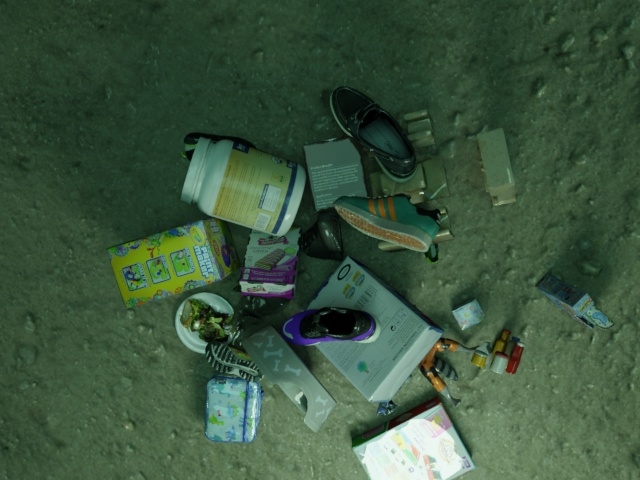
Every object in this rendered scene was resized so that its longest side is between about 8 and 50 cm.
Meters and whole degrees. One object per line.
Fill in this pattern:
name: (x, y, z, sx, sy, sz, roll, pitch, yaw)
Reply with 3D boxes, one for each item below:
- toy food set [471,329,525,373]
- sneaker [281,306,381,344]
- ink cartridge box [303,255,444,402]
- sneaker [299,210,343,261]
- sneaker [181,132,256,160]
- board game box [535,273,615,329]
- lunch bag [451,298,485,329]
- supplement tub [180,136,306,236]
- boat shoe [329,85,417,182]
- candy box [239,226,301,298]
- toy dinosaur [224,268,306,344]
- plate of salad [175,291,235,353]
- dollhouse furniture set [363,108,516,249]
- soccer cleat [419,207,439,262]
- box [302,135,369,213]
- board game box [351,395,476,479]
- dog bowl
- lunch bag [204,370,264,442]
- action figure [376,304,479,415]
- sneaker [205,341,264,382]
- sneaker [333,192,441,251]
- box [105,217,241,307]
toy food set: (0.534, 0.325, 1.578, 0.111, 0.232, 0.104, 22, 94, 38)
sneaker: (0.003, 0.225, 1.450, 0.294, 0.146, 0.102, -8, 69, 26)
ink cartridge box: (0.116, 0.235, 1.557, 0.395, 0.151, 0.270, 40, 95, 31)
sneaker: (0.000, 0.000, 1.550, 0.130, 0.286, 0.109, -3, 67, 3)
sneaker: (-0.312, -0.271, 1.654, 0.235, 0.084, 0.097, 10, 118, 2)
board game box: (0.761, 0.194, 1.579, 0.194, 0.194, 0.060, 42, 94, -1)
lunch bag: (0.463, 0.229, 1.663, 0.083, 0.053, 0.071, -30, 90, 13)
supplement tub: (-0.222, -0.158, 1.539, 0.316, 0.228, 0.228, 17, 95, -12)
boat shoe: (0.143, -0.311, 1.443, 0.127, 0.113, 0.340, -30, 74, -7)
candy box: (-0.144, 0.059, 1.590, 0.159, 0.233, 0.071, 3, 135, 1)
toy dinosaur: (-0.173, 0.176, 1.667, 0.314, 0.121, 0.160, -29, 104, -1)
plate of salad: (-0.367, 0.265, 1.697, 0.200, 0.048, 0.199, 0, 94, 2)
dollhouse furniture set: (0.351, -0.175, 1.564, 0.394, 0.256, 0.361, -12, 80, 19)
soccer cleat: (0.332, -0.015, 1.639, 0.060, 0.072, 0.178, -16, 93, 3)
box: (0.047, -0.193, 1.589, 0.169, 0.167, 0.203, -9, 94, 2)
board game box: (0.294, 0.679, 1.695, 0.317, 0.064, 0.242, -28, 93, 4)
dog bowl: (-0.086, 0.392, 1.561, 0.102, 0.349, 0.348, -40, 92, -9)
lunch bag: (-0.274, 0.527, 1.694, 0.176, 0.090, 0.218, 6, 95, -1)
action figure: (0.277, 0.387, 1.628, 0.330, 0.178, 0.341, 25, 80, 6)
sneaker: (-0.265, 0.379, 1.669, 0.209, 0.094, 0.081, 27, 91, 8)
sneaker: (0.181, -0.073, 1.433, 0.302, 0.108, 0.121, 23, 69, 28)
box: (-0.414, 0.052, 1.562, 0.279, 0.290, 0.177, -17, 93, 4)
